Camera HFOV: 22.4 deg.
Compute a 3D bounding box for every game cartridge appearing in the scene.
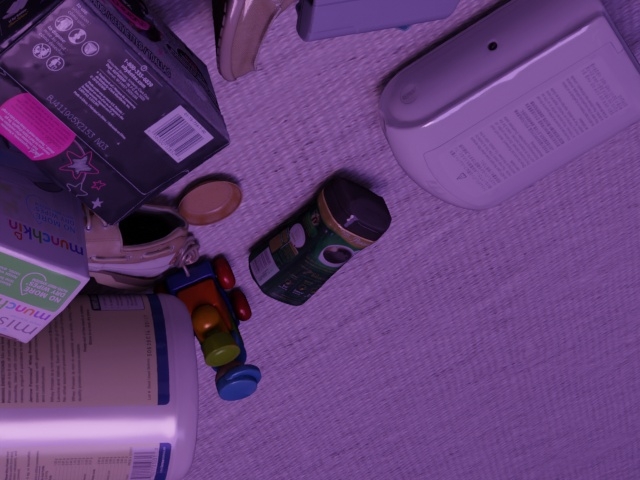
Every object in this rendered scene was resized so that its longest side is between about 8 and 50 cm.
[{"bbox_3d":[0.084,-0.337,1.662,0.198,0.062,0.297,-9,140,-17],"label":"game cartridge"}]

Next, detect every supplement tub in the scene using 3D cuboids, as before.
[{"bbox_3d":[-0.322,0.181,1.940,0.325,0.235,0.235,0,141,-14],"label":"supplement tub"}]

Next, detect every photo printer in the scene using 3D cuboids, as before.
[{"bbox_3d":[0.232,-0.166,1.953,0.307,0.107,0.256,-32,145,13],"label":"photo printer"}]

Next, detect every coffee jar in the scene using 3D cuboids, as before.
[{"bbox_3d":[0.000,0.000,2.069,0.184,0.079,0.096,-40,140,25],"label":"coffee jar"}]

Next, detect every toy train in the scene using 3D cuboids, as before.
[{"bbox_3d":[-0.146,0.096,2.055,0.105,0.143,0.248,-23,147,-1],"label":"toy train"}]

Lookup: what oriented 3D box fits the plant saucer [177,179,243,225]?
[{"bbox_3d":[-0.137,-0.050,1.976,0.083,0.015,0.083,-16,146,-11],"label":"plant saucer"}]

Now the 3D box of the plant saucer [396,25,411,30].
[{"bbox_3d":[0.043,-0.278,1.768,0.192,0.018,0.067,12,132,-40],"label":"plant saucer"}]

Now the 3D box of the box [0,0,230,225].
[{"bbox_3d":[-0.229,-0.164,1.580,0.163,0.142,0.247,-34,133,13],"label":"box"}]

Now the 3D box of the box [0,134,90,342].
[{"bbox_3d":[-0.378,-0.051,1.599,0.262,0.231,0.127,24,127,-35],"label":"box"}]

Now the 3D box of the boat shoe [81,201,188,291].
[{"bbox_3d":[-0.279,-0.016,1.863,0.103,0.113,0.302,-44,152,25],"label":"boat shoe"}]

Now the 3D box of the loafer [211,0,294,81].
[{"bbox_3d":[-0.055,-0.266,1.641,0.092,0.102,0.268,2,140,-11],"label":"loafer"}]
